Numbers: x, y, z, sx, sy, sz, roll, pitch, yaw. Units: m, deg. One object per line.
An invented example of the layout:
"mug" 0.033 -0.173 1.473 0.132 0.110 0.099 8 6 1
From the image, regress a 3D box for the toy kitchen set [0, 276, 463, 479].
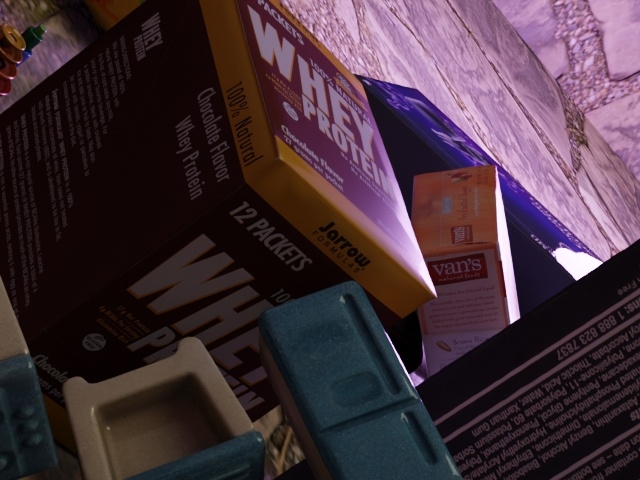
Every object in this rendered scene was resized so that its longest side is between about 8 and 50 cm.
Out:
"toy kitchen set" -0.053 0.072 0.823 0.166 0.207 0.122 90 -24 -55

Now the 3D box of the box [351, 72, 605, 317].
"box" 0.115 -0.012 1.600 0.261 0.103 0.184 44 16 14

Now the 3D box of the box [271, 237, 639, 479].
"box" 0.177 0.198 1.114 0.294 0.296 0.182 62 18 21

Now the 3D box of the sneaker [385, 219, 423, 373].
"sneaker" 0.000 0.000 1.354 0.281 0.106 0.162 41 24 -39

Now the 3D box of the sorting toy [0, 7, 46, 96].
"sorting toy" -0.196 -0.127 1.163 0.061 0.042 0.102 37 23 -45

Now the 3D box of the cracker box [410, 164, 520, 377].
"cracker box" 0.113 0.081 1.393 0.156 0.067 0.232 -80 160 -67

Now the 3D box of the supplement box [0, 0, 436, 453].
"supplement box" -0.072 -0.011 1.010 0.129 0.194 0.191 41 21 -37

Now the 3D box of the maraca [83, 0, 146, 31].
"maraca" -0.119 -0.179 1.394 0.186 0.099 0.127 74 5 -55
